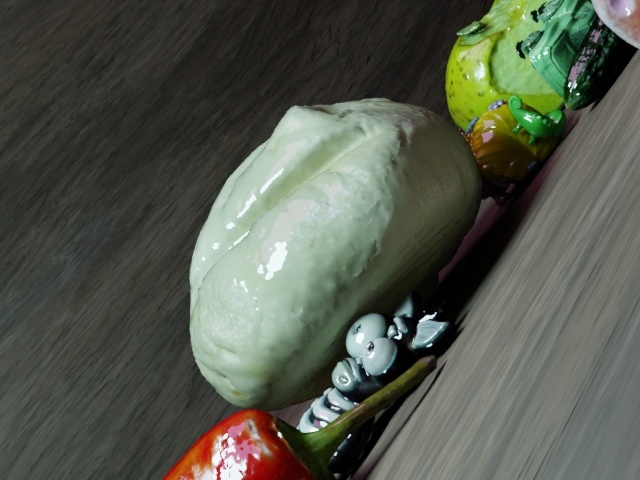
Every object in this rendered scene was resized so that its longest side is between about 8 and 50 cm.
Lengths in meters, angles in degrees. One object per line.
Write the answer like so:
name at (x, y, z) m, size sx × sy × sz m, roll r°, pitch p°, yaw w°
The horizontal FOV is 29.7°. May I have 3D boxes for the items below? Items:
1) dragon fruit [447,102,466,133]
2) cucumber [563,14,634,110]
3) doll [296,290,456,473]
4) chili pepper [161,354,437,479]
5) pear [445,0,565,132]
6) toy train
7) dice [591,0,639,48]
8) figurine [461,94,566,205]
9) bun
dragon fruit at (0.260, -0.214, 1.859) m, size 0.162 × 0.106 × 0.083 m, roll -57°, pitch -1°, yaw 18°
cucumber at (0.300, -0.216, 1.203) m, size 0.215 × 0.052 × 0.058 m, roll -55°, pitch -19°, yaw -15°
doll at (0.035, 0.134, 1.061) m, size 0.219 × 0.067 × 0.091 m, roll -53°, pitch 25°, yaw 6°
chili pepper at (-0.054, 0.207, 0.965) m, size 0.338 × 0.131 × 0.134 m, roll -52°, pitch 10°, yaw 15°
pear at (0.252, -0.243, 1.490) m, size 0.255 × 0.164 × 0.238 m, roll -55°, pitch 2°, yaw 11°
toy train at (0.279, -0.219, 1.294) m, size 0.081 × 0.099 × 0.149 m, roll -32°, pitch 18°, yaw 43°
dice at (0.267, -0.204, 0.918) m, size 0.093 × 0.091 × 0.094 m, roll -55°, pitch 2°, yaw -41°
figurine at (0.185, -0.110, 1.276) m, size 0.095 × 0.115 × 0.156 m, roll -65°, pitch 6°, yaw -22°
bun at (0.000, 0.000, 1.220) m, size 0.365 × 0.219 × 0.365 m, roll -45°, pitch -15°, yaw -15°
